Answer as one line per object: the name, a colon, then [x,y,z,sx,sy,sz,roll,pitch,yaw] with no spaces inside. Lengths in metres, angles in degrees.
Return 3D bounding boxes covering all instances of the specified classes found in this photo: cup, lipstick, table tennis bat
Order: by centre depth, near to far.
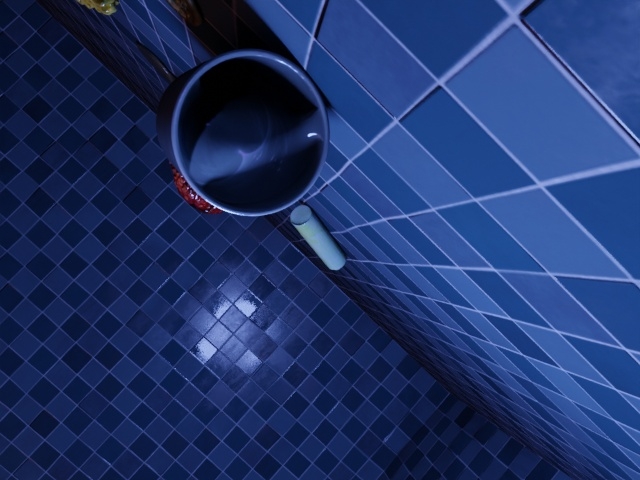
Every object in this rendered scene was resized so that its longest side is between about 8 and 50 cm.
cup: [-0.140,-0.167,0.761,0.205,0.205,0.312,46,173,-27]
table tennis bat: [-0.433,-0.470,1.409,0.234,0.022,0.131,43,173,18]
lipstick: [0.000,0.000,1.565,0.076,0.076,0.304,38,172,36]

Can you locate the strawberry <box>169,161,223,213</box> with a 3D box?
strawberry: [-0.272,-0.189,1.276,0.274,0.220,0.274,30,149,20]

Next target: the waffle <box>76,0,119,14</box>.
waffle: [-0.526,-0.575,1.102,0.210,0.055,0.160,34,170,28]

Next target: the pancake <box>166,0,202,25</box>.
pancake: [-0.220,-0.371,0.761,0.108,0.017,0.108,40,169,9]
